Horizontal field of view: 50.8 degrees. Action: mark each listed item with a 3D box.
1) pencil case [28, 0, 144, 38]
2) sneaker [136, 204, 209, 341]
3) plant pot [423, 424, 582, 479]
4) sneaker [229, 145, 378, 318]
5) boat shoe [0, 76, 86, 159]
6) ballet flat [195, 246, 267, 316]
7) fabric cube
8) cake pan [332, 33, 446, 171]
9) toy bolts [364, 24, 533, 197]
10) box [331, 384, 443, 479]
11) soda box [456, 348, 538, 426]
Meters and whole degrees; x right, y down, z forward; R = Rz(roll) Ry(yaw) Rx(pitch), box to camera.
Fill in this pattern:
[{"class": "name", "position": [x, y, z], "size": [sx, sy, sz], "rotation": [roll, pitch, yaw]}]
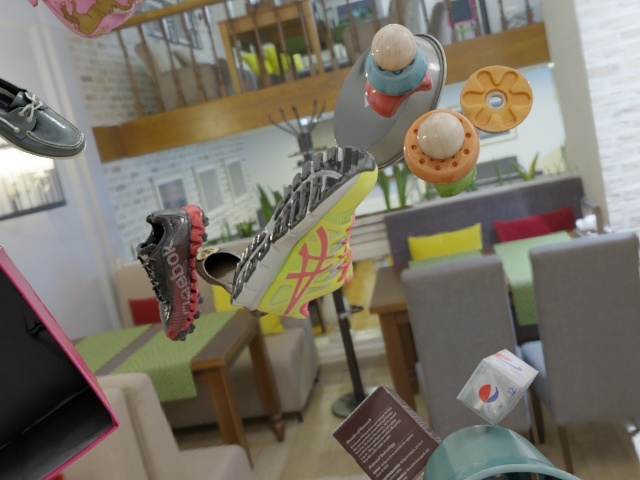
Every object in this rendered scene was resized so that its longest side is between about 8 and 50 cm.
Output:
[{"class": "pencil case", "position": [-0.119, -0.343, 0.646], "size": [0.386, 0.160, 0.167], "rotation": [-25, -12, 14]}, {"class": "sneaker", "position": [-0.302, 0.063, 1.332], "size": [0.135, 0.275, 0.098], "rotation": [4, 0, -37]}, {"class": "plant pot", "position": [0.323, 0.502, 1.199], "size": [0.341, 0.340, 0.334], "rotation": [-12, 2, 5]}, {"class": "sneaker", "position": [0.000, 0.000, 0.617], "size": [0.208, 0.094, 0.081], "rotation": [-50, 22, 38]}, {"class": "boat shoe", "position": [-0.670, -0.283, 1.488], "size": [0.099, 0.320, 0.116], "rotation": [-39, 29, 52]}, {"class": "ballet flat", "position": [-0.164, 0.061, 1.237], "size": [0.084, 0.058, 0.250], "rotation": [-36, 39, -16]}, {"class": "fabric cube", "position": [-0.434, 0.175, 0.814], "size": [0.259, 0.254, 0.258], "rotation": [-36, 15, -19]}, {"class": "cake pan", "position": [0.121, -0.277, 1.315], "size": [0.054, 0.293, 0.293], "rotation": [20, -10, -32]}, {"class": "toy bolts", "position": [0.166, -0.209, 0.920], "size": [0.218, 0.228, 0.158], "rotation": [-41, -15, 0]}, {"class": "box", "position": [0.169, 0.471, 1.575], "size": [0.167, 0.203, 0.168], "rotation": [-46, -23, -1]}, {"class": "soda box", "position": [0.372, 0.296, 1.392], "size": [0.091, 0.098, 0.286], "rotation": [35, 10, 23]}]
